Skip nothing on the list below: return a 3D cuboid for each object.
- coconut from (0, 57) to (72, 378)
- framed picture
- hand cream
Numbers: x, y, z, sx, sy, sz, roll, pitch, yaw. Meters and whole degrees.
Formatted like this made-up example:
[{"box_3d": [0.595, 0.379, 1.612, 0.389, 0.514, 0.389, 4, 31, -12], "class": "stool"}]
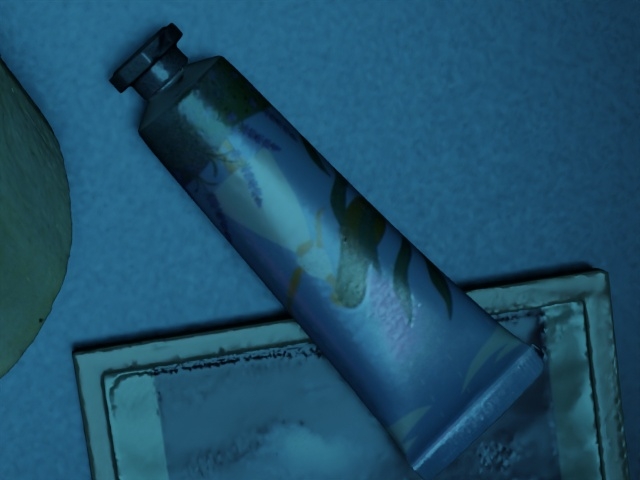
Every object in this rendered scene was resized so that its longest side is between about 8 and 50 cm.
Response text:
[{"box_3d": [-0.212, -0.014, 0.760, 0.202, 0.222, 0.202, -5, 61, 9], "class": "coconut"}, {"box_3d": [0.025, 0.132, 0.905, 0.281, 0.019, 0.209, -10, 99, -8], "class": "framed picture"}, {"box_3d": [0.000, 0.000, 0.863, 0.088, 0.055, 0.256, -44, 101, -10], "class": "hand cream"}]
